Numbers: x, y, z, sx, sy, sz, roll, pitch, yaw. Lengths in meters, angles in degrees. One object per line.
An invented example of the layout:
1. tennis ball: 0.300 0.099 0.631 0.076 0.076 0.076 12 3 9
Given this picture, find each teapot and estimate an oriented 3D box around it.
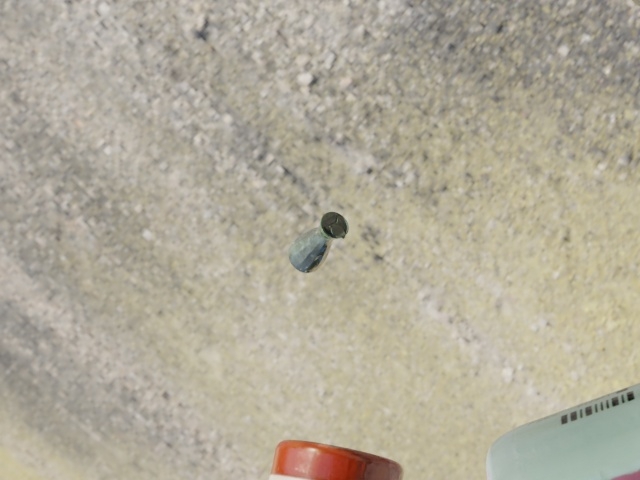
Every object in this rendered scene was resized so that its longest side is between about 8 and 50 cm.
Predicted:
1. teapot: 0.000 0.000 1.205 0.043 0.043 0.111 40 152 -3

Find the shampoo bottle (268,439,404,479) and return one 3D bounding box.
1. shampoo bottle: -0.011 0.297 0.822 0.104 0.278 0.104 11 165 3

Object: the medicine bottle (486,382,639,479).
1. medicine bottle: 0.182 0.088 0.447 0.216 0.090 0.090 -23 117 17

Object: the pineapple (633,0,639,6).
1. pineapple: 0.268 -0.246 0.678 0.222 0.357 0.223 16 169 3
